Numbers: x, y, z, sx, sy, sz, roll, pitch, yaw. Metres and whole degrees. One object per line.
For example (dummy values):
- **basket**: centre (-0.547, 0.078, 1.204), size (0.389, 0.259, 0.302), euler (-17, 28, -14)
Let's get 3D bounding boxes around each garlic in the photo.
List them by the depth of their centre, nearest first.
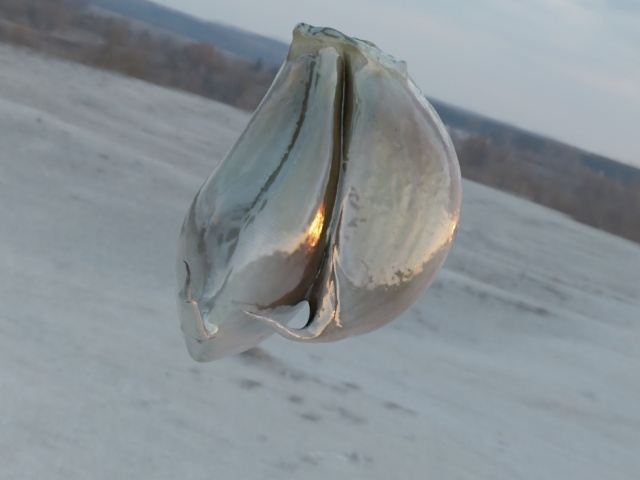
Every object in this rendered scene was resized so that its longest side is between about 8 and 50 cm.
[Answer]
- **garlic**: centre (0.000, 0.000, 1.065), size (0.231, 0.246, 0.340), euler (25, 51, -1)
